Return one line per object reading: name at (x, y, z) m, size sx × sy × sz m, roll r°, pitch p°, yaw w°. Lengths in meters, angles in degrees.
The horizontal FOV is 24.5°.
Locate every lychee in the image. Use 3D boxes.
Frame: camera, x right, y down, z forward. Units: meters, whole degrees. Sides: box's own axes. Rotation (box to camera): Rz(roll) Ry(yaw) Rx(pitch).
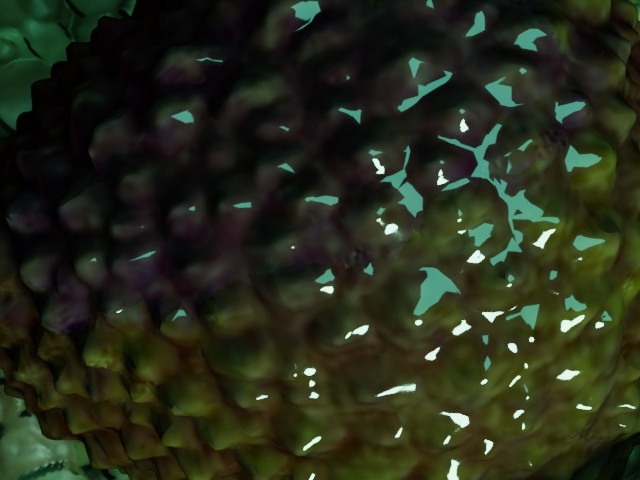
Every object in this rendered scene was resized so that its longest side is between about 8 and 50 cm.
lychee at (0.000, 0.000, 0.552) m, size 0.271 × 0.271 × 0.271 m, roll 6°, pitch 75°, yaw -25°

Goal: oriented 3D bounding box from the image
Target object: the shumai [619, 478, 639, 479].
shumai at (0.169, 0.255, 0.491) m, size 0.304 × 0.263 × 0.309 m, roll -35°, pitch 131°, yaw -14°
